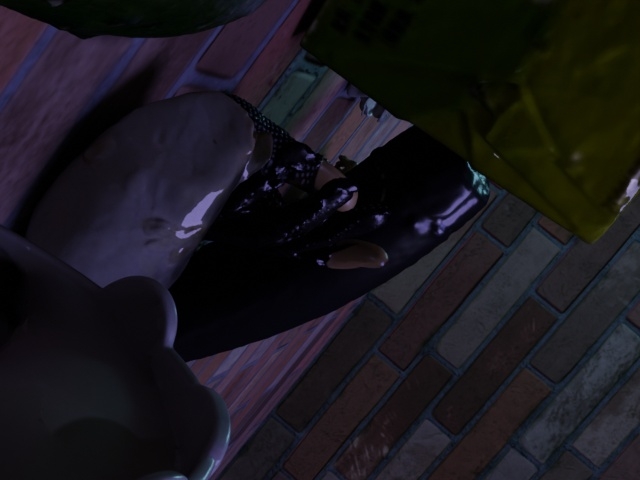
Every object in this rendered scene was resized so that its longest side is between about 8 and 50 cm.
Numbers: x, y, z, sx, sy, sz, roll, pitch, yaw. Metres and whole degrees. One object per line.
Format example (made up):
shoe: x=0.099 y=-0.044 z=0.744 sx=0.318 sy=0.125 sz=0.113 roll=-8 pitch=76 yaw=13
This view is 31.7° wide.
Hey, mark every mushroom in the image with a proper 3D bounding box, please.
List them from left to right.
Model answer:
mushroom: x=-0.167 y=0.041 z=0.749 sx=0.351 sy=0.097 sz=0.109 roll=-50 pitch=171 yaw=20

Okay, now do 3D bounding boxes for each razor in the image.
razor: x=0.001 y=0.004 z=1.030 sx=0.327 sy=0.107 sz=0.189 roll=-29 pitch=-175 yaw=15

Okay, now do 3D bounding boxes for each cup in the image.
cup: x=-0.204 y=0.105 z=0.537 sx=0.257 sy=0.219 sz=0.289 roll=-51 pitch=-157 yaw=14

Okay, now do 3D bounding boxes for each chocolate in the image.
chocolate: x=0.183 y=-0.201 z=0.868 sx=0.301 sy=0.289 sz=0.137 roll=-56 pitch=180 yaw=34

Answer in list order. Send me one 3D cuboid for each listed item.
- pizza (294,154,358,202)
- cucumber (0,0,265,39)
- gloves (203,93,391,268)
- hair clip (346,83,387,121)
pizza: x=-0.031 y=0.010 z=1.354 sx=0.297 sy=0.071 sz=0.189 roll=-54 pitch=169 yaw=23
cucumber: x=-0.067 y=-0.138 z=0.487 sx=0.145 sy=0.105 sz=0.325 roll=-52 pitch=174 yaw=11
gloves: x=-0.034 y=-0.025 z=0.840 sx=0.106 sy=0.181 sz=0.129 roll=-50 pitch=170 yaw=3
hair clip: x=0.107 y=-0.205 z=1.212 sx=0.220 sy=0.054 sz=0.140 roll=-46 pitch=166 yaw=-36
